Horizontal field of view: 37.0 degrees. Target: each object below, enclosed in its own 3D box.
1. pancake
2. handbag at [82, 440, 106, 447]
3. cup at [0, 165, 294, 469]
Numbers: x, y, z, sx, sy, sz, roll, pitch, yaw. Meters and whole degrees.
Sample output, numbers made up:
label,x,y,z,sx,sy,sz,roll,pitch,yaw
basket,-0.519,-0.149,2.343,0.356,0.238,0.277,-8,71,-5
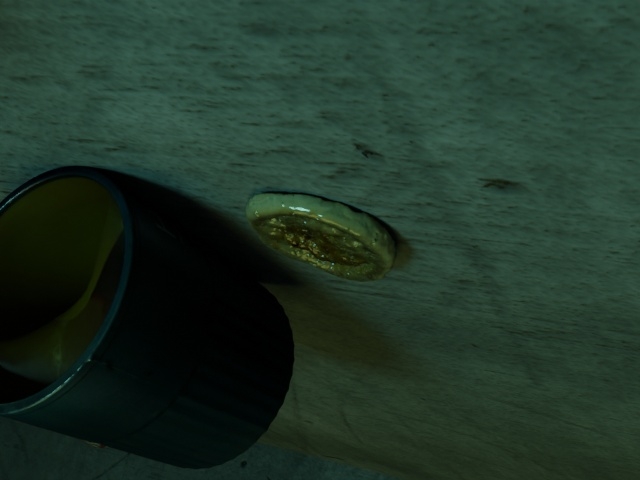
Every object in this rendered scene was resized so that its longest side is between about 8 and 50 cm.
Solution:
label,x,y,z,sx,sy,sz,roll,pitch,yaw
pancake,0.001,-0.001,0.857,0.151,0.025,0.152,16,160,6
handbag,-0.332,0.146,1.199,0.171,0.151,0.298,32,-168,-37
cup,-0.216,0.095,1.002,0.307,0.242,0.292,1,158,36
